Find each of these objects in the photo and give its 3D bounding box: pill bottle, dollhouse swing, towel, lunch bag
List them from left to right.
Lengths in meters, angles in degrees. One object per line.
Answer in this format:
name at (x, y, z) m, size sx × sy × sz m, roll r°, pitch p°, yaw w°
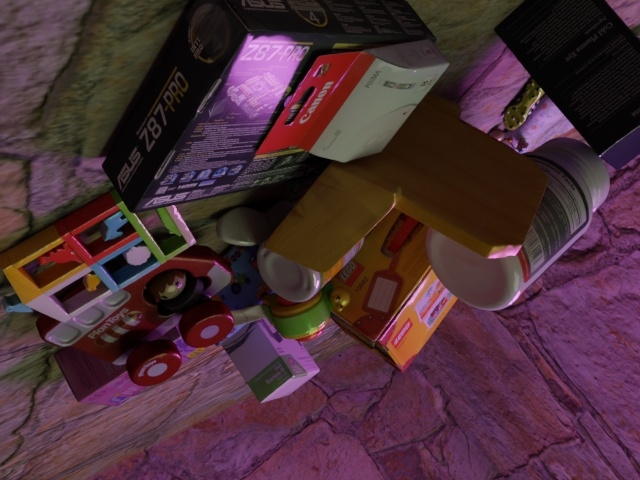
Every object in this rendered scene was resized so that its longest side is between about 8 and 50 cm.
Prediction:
lunch bag at (-0.137, 0.087, 1.642) m, size 0.221 × 0.138 × 0.293 m, roll -44°, pitch 171°, yaw 23°
pill bottle at (0.000, 0.000, 1.397) m, size 0.245 × 0.136 × 0.136 m, roll -41°, pitch 174°, yaw -44°
dollhouse swing at (0.157, -0.057, 1.247) m, size 0.315 × 0.305 × 0.347 m, roll -48°, pitch -178°, yaw 41°
pill bottle at (0.389, -0.044, 1.391) m, size 0.363 × 0.210 × 0.210 m, roll -35°, pitch 167°, yaw -31°
towel at (0.691, -0.384, 1.952) m, size 0.374 × 0.090 × 0.320 m, roll -26°, pitch 162°, yaw -26°

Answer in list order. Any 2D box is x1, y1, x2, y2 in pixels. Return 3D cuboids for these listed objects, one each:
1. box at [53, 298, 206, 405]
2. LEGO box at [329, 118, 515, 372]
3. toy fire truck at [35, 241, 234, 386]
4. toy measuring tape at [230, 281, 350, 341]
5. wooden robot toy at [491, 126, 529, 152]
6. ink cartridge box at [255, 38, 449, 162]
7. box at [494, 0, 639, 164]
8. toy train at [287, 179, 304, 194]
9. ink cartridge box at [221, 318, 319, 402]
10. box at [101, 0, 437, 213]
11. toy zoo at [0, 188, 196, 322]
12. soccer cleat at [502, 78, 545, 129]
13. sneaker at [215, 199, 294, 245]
box at (-0.398, 0.238, 1.543) m, size 0.243 × 0.117 × 0.213 m, roll -33°, pitch 165°, yaw -4°
LEGO box at (0.233, 0.024, 1.658) m, size 0.500 × 0.193 × 0.372 m, roll -52°, pitch 156°, yaw -8°
toy fire truck at (-0.315, 0.112, 1.295) m, size 0.302 × 0.169 × 0.254 m, roll -37°, pitch 146°, yaw 7°
toy measuring tape at (-0.099, 0.158, 1.432) m, size 0.330 × 0.121 × 0.121 m, roll -16°, pitch 167°, yaw 10°
wooden robot toy at (0.464, -0.264, 1.919) m, size 0.173 × 0.079 × 0.076 m, roll -14°, pitch -158°, yaw 9°
ink cartridge box at (0.047, -0.177, 0.976) m, size 0.232 × 0.066 × 0.189 m, roll -28°, pitch 163°, yaw -45°
box at (0.539, -0.320, 1.408) m, size 0.179 × 0.312 × 0.343 m, roll -41°, pitch 162°, yaw 22°
toy train at (-0.043, -0.116, 1.376) m, size 0.017 × 0.024 × 0.083 m, roll -24°, pitch 162°, yaw -31°
ink cartridge box at (-0.149, 0.257, 1.819) m, size 0.114 × 0.273 × 0.198 m, roll -40°, pitch 164°, yaw 12°
box at (-0.059, -0.191, 0.984) m, size 0.395 × 0.097 × 0.318 m, roll -17°, pitch 159°, yaw -49°
toy zoo at (-0.346, 0.025, 1.091) m, size 0.293 × 0.030 × 0.192 m, roll -32°, pitch 151°, yaw -9°
soccer cleat at (0.513, -0.339, 1.778) m, size 0.072 × 0.060 × 0.179 m, roll -26°, pitch 160°, yaw -31°
sneaker at (-0.135, -0.019, 1.401) m, size 0.094 × 0.080 × 0.212 m, roll -31°, pitch 171°, yaw 36°
